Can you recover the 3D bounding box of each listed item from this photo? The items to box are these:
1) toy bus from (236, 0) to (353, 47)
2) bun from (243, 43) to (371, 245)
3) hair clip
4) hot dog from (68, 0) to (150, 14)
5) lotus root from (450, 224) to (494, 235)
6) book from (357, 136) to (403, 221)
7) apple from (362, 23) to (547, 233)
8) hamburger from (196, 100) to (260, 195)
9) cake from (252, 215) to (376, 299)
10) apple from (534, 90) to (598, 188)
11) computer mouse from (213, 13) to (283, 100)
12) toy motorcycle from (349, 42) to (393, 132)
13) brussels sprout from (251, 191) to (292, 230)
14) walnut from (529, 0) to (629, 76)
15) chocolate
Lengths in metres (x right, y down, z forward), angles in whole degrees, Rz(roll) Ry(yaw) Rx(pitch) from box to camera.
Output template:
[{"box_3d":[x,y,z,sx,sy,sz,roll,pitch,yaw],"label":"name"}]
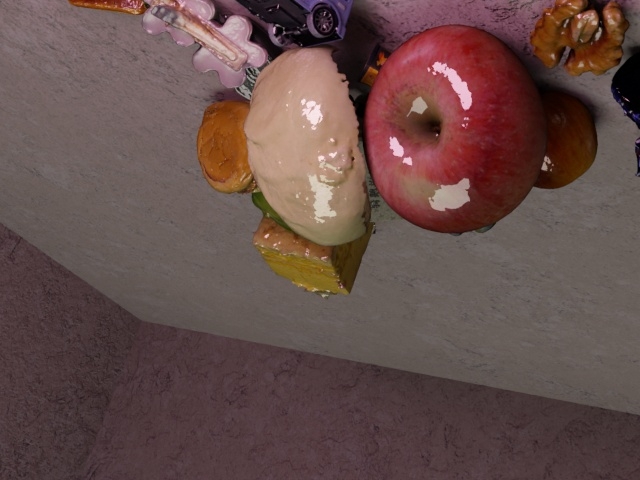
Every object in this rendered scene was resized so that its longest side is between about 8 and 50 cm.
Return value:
[{"box_3d":[-0.084,-0.425,1.539,0.292,0.133,0.125,30,162,-35],"label":"toy bus"},{"box_3d":[-0.031,-0.163,1.736,0.202,0.364,0.364,-13,158,-2],"label":"bun"},{"box_3d":[-0.216,-0.384,1.761,0.257,0.075,0.146,33,117,-17],"label":"hair clip"},{"box_3d":[-0.393,-0.464,1.811,0.188,0.055,0.072,10,129,8],"label":"hot dog"},{"box_3d":[0.299,-0.124,1.989,0.158,0.140,0.322,-3,151,7],"label":"lotus root"},{"box_3d":[0.080,-0.125,2.056,0.310,0.021,0.217,-4,130,0],"label":"book"},{"box_3d":[0.234,-0.183,1.632,0.345,0.344,0.269,2,-175,38],"label":"apple"},{"box_3d":[-0.178,-0.200,2.100,0.108,0.213,0.214,-2,178,-44],"label":"hamburger"},{"box_3d":[0.000,0.000,2.443,0.222,0.227,0.286,14,158,25],"label":"cake"},{"box_3d":[0.399,-0.182,1.754,0.173,0.160,0.195,50,143,-17],"label":"apple"},{"box_3d":[-0.129,-0.352,1.862,0.126,0.071,0.231,-15,132,35],"label":"computer mouse"},{"box_3d":[0.118,-0.262,1.860,0.157,0.091,0.263,29,157,-5],"label":"toy motorcycle"},{"box_3d":[-0.048,-0.121,2.208,0.244,0.244,0.244,16,160,6],"label":"brussels sprout"},{"box_3d":[0.400,-0.319,1.486,0.143,0.069,0.170,20,159,1],"label":"walnut"},{"box_3d":[0.584,-0.184,1.623,0.148,0.126,0.343,-33,146,10],"label":"chocolate"}]
